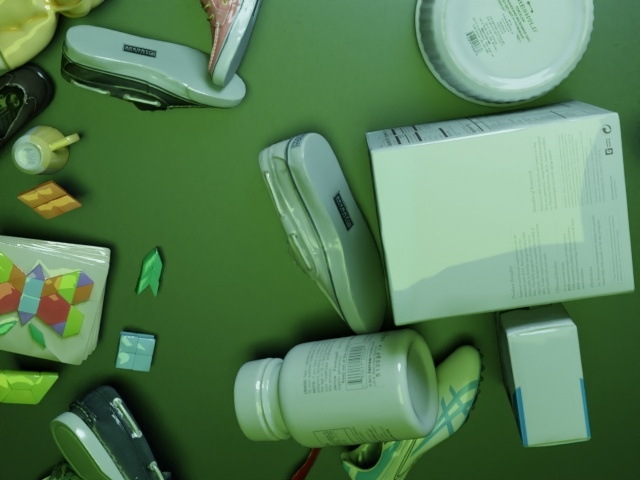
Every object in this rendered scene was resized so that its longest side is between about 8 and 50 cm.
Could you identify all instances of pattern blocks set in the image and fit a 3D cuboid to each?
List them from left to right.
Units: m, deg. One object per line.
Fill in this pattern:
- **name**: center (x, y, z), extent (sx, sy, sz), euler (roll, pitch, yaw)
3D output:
- **pattern blocks set**: center (-0.359, 0.068, 1.203), extent (0.325, 0.026, 0.285), euler (-1, 104, -16)

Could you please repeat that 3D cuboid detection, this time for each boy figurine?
- **boy figurine**: center (-0.376, -0.282, 1.142), extent (0.285, 0.092, 0.177), euler (-4, 95, 5)

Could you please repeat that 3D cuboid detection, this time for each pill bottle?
- **pill bottle**: center (0.018, 0.186, 1.190), extent (0.229, 0.131, 0.131), euler (-10, 102, 23)

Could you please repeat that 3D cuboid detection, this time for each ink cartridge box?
- **ink cartridge box**: center (0.260, 0.142, 1.164), extent (0.082, 0.190, 0.139), euler (-9, 101, 5)

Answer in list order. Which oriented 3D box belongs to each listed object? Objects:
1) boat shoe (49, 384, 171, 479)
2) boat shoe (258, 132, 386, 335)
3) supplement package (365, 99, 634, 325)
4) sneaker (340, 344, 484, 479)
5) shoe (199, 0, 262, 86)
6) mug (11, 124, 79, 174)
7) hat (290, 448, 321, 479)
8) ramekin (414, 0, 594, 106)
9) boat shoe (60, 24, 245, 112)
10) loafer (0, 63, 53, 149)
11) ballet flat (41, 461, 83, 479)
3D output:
- **boat shoe**: center (-0.228, 0.328, 1.261), extent (0.114, 0.091, 0.302), euler (-9, 114, 49)
- **boat shoe**: center (0.000, 0.000, 1.195), extent (0.088, 0.096, 0.267), euler (-10, 116, 34)
- **supplement package**: center (0.196, -0.040, 1.123), extent (0.263, 0.198, 0.199), euler (-8, 102, 3)
- **sneaker**: center (0.118, 0.224, 1.236), extent (0.086, 0.085, 0.237), euler (34, 102, -24)
- **shoe**: center (-0.117, -0.274, 1.144), extent (0.081, 0.063, 0.178), euler (19, 87, 1)
- **mug**: center (-0.343, -0.113, 1.190), extent (0.062, 0.064, 0.078), euler (37, 100, -5)
- **hat**: center (-0.037, 0.397, 1.309), extent (0.173, 0.183, 0.208), euler (46, 143, 3)
- **ramekin**: center (0.216, -0.255, 1.123), extent (0.207, 0.109, 0.207), euler (0, 102, 1)
- **boat shoe**: center (-0.201, -0.195, 1.171), extent (0.219, 0.078, 0.070), euler (16, 135, -10)
- **loafer**: center (-0.423, -0.131, 1.180), extent (0.080, 0.078, 0.220), euler (44, 99, -7)
- **ballet flat**: center (-0.380, 0.371, 1.301), extent (0.070, 0.070, 0.188), euler (40, 98, -7)
